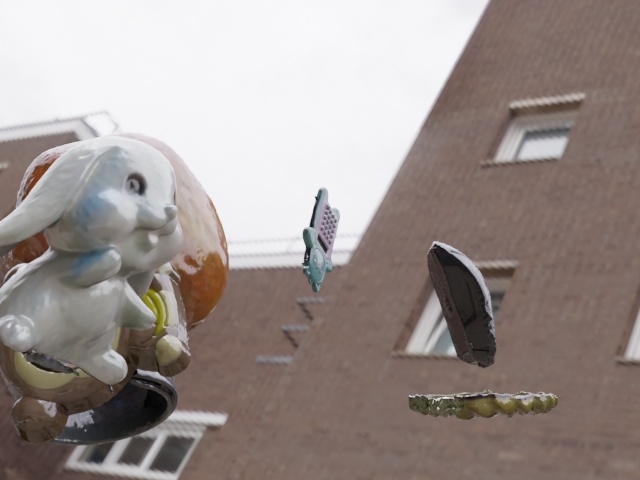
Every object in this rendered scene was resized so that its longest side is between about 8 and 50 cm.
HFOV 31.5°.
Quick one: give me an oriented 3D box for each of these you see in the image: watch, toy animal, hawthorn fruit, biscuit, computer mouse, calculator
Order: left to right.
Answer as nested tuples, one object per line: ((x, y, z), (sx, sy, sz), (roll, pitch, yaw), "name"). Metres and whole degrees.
((-0.274, 0.024, 1.338), (0.174, 0.289, 0.249), (35, -21, 32), "toy animal")
((-0.367, 0.215, 1.929), (0.335, 0.314, 0.327), (-14, -31, -1), "watch")
((-0.410, 0.032, 2.248), (0.472, 0.472, 0.472), (19, -36, 15), "hawthorn fruit")
((0.000, 0.000, 1.534), (0.019, 0.141, 0.094), (-2, -35, 24), "calculator")
((0.235, 0.099, 1.818), (0.122, 0.073, 0.217), (113, -39, -79), "computer mouse")
((0.243, 0.233, 1.621), (0.187, 0.036, 0.273), (-2, -7, -8), "biscuit")
